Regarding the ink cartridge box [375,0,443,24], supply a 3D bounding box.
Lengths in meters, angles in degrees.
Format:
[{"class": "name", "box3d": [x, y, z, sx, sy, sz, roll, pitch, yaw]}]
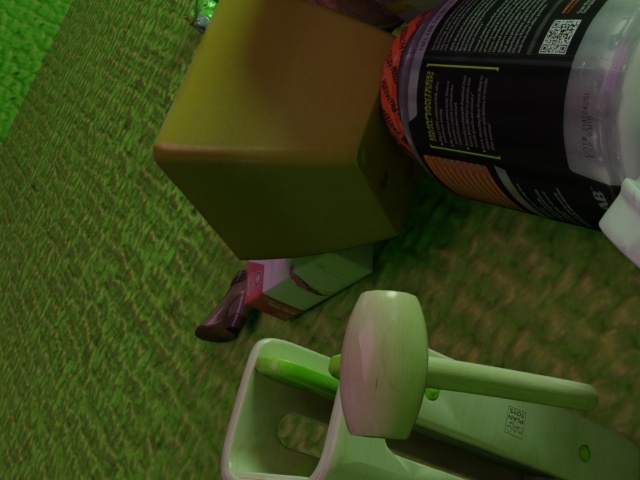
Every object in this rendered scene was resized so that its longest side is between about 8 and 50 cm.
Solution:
[{"class": "ink cartridge box", "box3d": [0.138, -0.299, 0.894, 0.226, 0.306, 0.131, -22, 49, 49]}]

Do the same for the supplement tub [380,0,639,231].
[{"class": "supplement tub", "box3d": [0.192, -0.113, 0.785, 0.316, 0.193, 0.194, 22, 87, 59]}]

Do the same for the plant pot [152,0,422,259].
[{"class": "plant pot", "box3d": [-0.006, -0.107, 0.983, 0.187, 0.212, 0.212, 7, 64, 27]}]

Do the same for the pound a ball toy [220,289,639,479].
[{"class": "pound a ball toy", "box3d": [0.084, 0.151, 0.634, 0.208, 0.319, 0.136, -12, 59, 53]}]

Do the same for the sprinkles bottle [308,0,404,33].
[{"class": "sprinkles bottle", "box3d": [-0.003, -0.227, 1.146, 0.355, 0.121, 0.121, 145, 142, -68]}]

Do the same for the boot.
[{"class": "boot", "box3d": [-0.115, 0.082, 1.276, 0.118, 0.042, 0.087, -17, 48, 50]}]

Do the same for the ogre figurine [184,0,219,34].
[{"class": "ogre figurine", "box3d": [-0.144, -0.356, 1.559, 0.097, 0.118, 0.197, -23, 49, 49]}]

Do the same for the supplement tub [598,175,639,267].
[{"class": "supplement tub", "box3d": [0.325, -0.080, 0.515, 0.325, 0.235, 0.235, -56, 31, 15]}]

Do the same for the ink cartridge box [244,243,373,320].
[{"class": "ink cartridge box", "box3d": [0.000, 0.000, 1.124, 0.198, 0.067, 0.115, -32, 43, 43]}]
